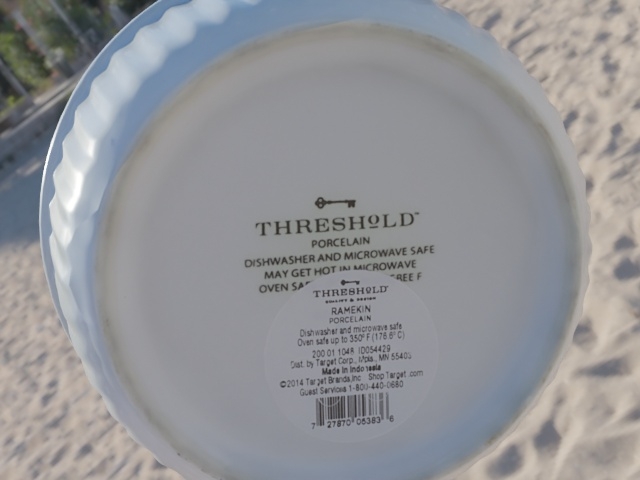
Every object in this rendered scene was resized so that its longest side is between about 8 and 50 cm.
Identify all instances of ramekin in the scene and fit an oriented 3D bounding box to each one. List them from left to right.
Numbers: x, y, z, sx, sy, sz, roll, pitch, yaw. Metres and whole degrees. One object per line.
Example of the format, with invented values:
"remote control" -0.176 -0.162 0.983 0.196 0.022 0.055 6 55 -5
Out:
"ramekin" 0.000 0.000 0.387 0.207 0.207 0.109 -37 16 -2
